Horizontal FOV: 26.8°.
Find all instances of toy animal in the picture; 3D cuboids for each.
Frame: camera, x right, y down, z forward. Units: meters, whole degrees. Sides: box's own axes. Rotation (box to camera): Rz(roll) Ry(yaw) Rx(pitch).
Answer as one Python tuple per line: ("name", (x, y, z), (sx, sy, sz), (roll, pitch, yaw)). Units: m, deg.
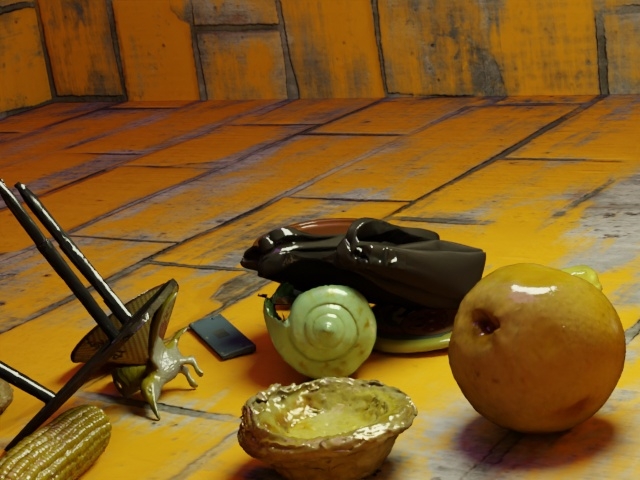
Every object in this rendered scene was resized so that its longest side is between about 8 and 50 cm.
("toy animal", (-0.206, 0.176, 1.834), (0.095, 0.219, 0.155), (2, 46, -32))

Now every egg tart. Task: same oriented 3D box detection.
("egg tart", (0.007, 0.223, 1.556), (0.212, 0.090, 0.212), (-7, 18, 2))

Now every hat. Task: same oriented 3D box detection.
("hat", (-0.268, 0.149, 1.983), (0.193, 0.082, 0.193), (-35, -10, -7))

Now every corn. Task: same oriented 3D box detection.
("corn", (-0.324, 0.263, 1.599), (0.080, 0.080, 0.238), (-1, 14, 21))

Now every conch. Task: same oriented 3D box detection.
("conch", (-0.012, 0.109, 1.875), (0.143, 0.137, 0.250), (-13, 15, -15))

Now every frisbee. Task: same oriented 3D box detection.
("frisbee", (0.000, 0.000, 2.468), (0.250, 0.021, 0.251), (-8, 15, 2))

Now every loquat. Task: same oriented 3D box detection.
("loquat", (0.253, 0.127, 1.579), (0.208, 0.208, 0.208), (-7, 16, 2))

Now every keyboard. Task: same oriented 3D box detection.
("keyboard", (-0.150, 0.145, 2.040), (0.055, 0.014, 0.176), (-14, 17, -19))

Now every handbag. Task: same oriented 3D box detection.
("handbag", (0.059, 0.031, 1.920), (0.285, 0.113, 0.257), (2, -5, 45))

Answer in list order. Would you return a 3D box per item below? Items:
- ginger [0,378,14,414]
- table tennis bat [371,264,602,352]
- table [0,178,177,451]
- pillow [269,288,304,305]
("ginger", (-0.500, 0.227, 1.826), (0.190, 0.069, 0.095), (-20, -2, -35))
("table tennis bat", (0.230, 0.096, 1.964), (0.368, 0.054, 0.224), (-12, 17, -1))
("table", (-0.361, 0.058, 1.739), (0.317, 0.249, 0.317), (-45, 5, 5))
("pillow", (-0.003, 0.078, 2.143), (0.150, 0.048, 0.090), (2, 16, 24))
